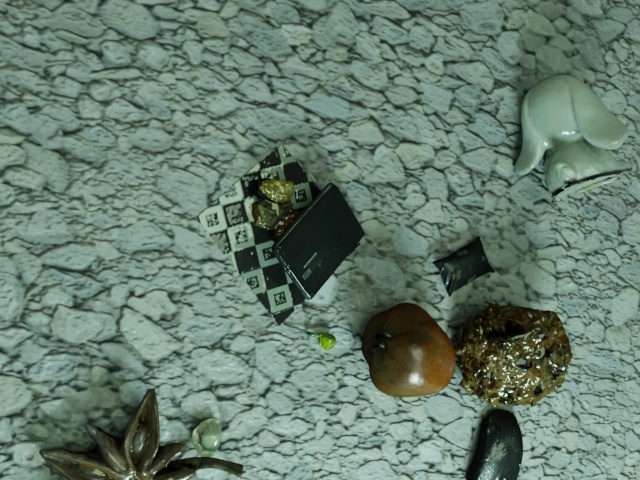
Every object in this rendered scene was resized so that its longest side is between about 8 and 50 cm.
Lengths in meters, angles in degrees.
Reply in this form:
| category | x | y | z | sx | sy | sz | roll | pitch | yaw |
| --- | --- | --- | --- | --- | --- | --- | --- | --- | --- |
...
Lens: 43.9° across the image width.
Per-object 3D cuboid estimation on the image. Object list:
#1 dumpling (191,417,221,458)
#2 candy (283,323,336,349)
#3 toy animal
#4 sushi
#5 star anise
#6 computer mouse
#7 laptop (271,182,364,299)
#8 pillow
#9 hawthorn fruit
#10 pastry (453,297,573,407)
| category | x | y | z | sx | sy | sz | roll | pitch | yaw |
| --- | --- | --- | --- | --- | --- | --- | --- | --- | --- |
| dumpling | -0.227 | 0.393 | 1.585 | 0.060 | 0.043 | 0.077 | 8 | 105 | -8 |
| candy | -0.022 | 0.198 | 1.678 | 0.123 | 0.035 | 0.035 | 24 | 122 | -15 |
| toy animal | 0.561 | -0.229 | 1.840 | 0.174 | 0.249 | 0.289 | -2 | 52 | -56 |
| sushi | -0.069 | -0.015 | 1.637 | 0.264 | 0.050 | 0.290 | -43 | 108 | -17 |
| star anise | -0.343 | 0.445 | 1.498 | 0.350 | 0.109 | 0.292 | -31 | 109 | -12 |
| computer mouse | 0.419 | 0.508 | 1.865 | 0.122 | 0.073 | 0.217 | 17 | 86 | -24 |
| laptop | 0.000 | 0.000 | 1.631 | 0.207 | 0.026 | 0.153 | -49 | 126 | -27 |
| pillow | 0.328 | 0.061 | 1.822 | 0.150 | 0.048 | 0.090 | -27 | 111 | -25 |
| hawthorn fruit | 0.207 | 0.248 | 1.705 | 0.251 | 0.199 | 0.199 | 28 | 80 | -36 |
| pastry | 0.432 | 0.252 | 1.815 | 0.275 | 0.193 | 0.274 | -3 | 113 | -8 |
